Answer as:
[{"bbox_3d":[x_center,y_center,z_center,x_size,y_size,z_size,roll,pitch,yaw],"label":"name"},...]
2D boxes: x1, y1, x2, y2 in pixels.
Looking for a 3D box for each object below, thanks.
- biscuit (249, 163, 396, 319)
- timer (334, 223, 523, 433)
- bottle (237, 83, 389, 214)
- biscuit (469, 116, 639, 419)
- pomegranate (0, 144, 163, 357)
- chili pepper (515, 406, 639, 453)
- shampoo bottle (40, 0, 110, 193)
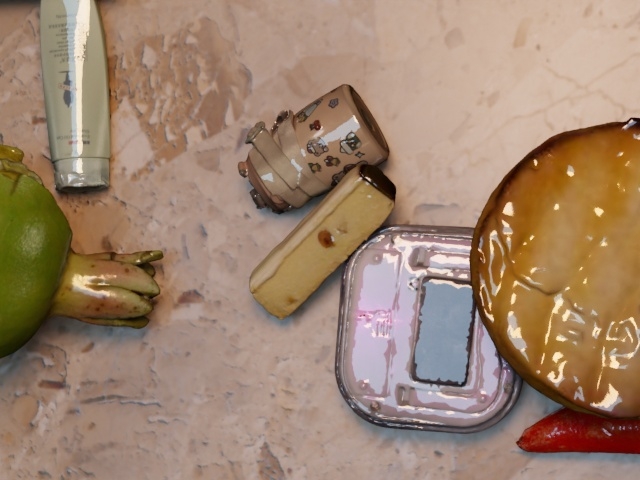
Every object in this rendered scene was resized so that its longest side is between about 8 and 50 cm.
[{"bbox_3d":[0.000,0.000,1.713,0.056,0.052,0.188,37,114,-16],"label":"biscuit"},{"bbox_3d":[0.111,0.088,1.706,0.190,0.069,0.209,3,87,9],"label":"timer"},{"bbox_3d":[-0.015,-0.088,1.729,0.152,0.099,0.099,-28,82,12],"label":"bottle"},{"bbox_3d":[0.291,0.031,1.636,0.296,0.102,0.296,0,76,-1],"label":"biscuit"},{"bbox_3d":[-0.315,0.028,1.734,0.301,0.236,0.236,22,92,-15],"label":"pomegranate"},{"bbox_3d":[0.325,0.181,1.663,0.272,0.063,0.071,-2,74,14],"label":"chili pepper"},{"bbox_3d":[-0.260,-0.158,1.804,0.072,0.049,0.212,-6,86,7],"label":"shampoo bottle"}]
